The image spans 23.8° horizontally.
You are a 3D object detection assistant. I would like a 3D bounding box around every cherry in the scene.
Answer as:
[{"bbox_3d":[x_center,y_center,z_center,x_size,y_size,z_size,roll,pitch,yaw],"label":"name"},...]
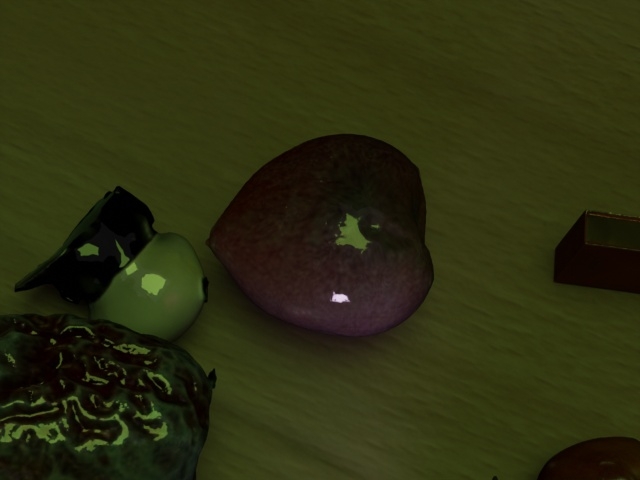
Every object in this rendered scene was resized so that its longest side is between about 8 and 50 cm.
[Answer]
[{"bbox_3d":[0.009,0.000,1.713,0.239,0.206,0.239,-5,76,21],"label":"cherry"}]

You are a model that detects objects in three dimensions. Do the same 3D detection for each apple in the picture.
[{"bbox_3d":[0.315,0.291,1.654,0.147,0.158,0.156,-15,75,-12],"label":"apple"}]

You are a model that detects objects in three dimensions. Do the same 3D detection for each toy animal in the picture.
[{"bbox_3d":[-0.220,0.047,1.694,0.179,0.138,0.166,39,88,0],"label":"toy animal"}]

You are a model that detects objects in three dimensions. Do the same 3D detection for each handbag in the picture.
[{"bbox_3d":[0.384,0.020,1.791,0.190,0.127,0.062,8,67,-7],"label":"handbag"}]

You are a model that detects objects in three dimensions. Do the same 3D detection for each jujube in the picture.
[{"bbox_3d":[-0.270,0.186,1.581,0.317,0.226,0.226,4,67,-10],"label":"jujube"}]

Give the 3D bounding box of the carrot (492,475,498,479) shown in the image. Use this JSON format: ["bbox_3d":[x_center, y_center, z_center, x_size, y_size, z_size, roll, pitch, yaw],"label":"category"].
[{"bbox_3d":[0.149,0.380,1.491,0.224,0.340,0.224,3,67,-7],"label":"carrot"}]
